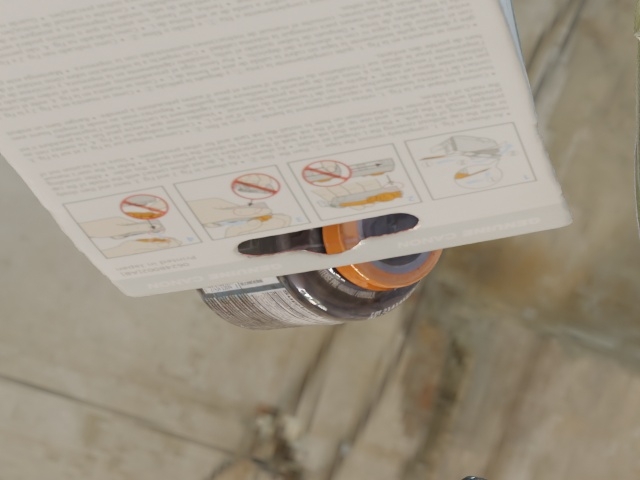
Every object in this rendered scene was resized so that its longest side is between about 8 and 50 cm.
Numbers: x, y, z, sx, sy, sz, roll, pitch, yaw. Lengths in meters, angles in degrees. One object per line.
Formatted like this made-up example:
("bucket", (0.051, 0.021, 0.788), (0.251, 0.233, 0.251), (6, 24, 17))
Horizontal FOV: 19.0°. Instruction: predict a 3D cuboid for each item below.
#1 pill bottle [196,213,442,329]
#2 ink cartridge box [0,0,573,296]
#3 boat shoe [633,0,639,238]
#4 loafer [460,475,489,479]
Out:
("pill bottle", (0.000, 0.000, 1.452), (0.246, 0.130, 0.130), (-11, -118, 63))
("ink cartridge box", (-0.038, -0.107, 1.085), (0.308, 0.385, 0.091), (-10, -120, 14))
("boat shoe", (0.169, -0.121, 0.771), (0.109, 0.094, 0.302), (7, -95, 53))
("loafer", (0.113, 0.253, 1.499), (0.061, 0.062, 0.170), (-14, -145, 39))
